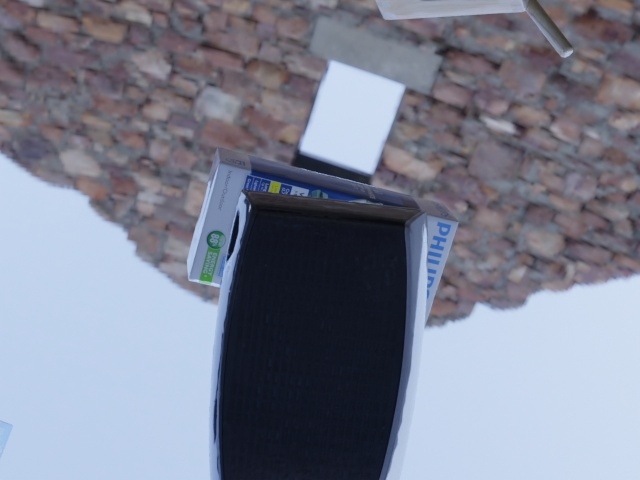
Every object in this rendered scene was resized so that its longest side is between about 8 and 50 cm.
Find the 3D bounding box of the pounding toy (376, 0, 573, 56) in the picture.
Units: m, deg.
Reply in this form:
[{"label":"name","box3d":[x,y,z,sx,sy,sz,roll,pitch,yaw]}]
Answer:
[{"label":"pounding toy","box3d":[0.114,-0.212,0.841,0.141,0.100,0.130,2,-120,24]}]

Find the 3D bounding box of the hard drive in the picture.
[{"label":"hard drive","box3d":[-0.004,0.094,0.934,0.172,0.255,0.054,7,-174,2]}]

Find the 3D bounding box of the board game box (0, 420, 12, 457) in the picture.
[{"label":"board game box","box3d":[-0.551,0.199,1.421,0.316,0.242,0.064,21,-104,-5]}]

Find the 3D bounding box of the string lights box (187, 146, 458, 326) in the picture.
[{"label":"string lights box","box3d":[0.000,0.000,1.231,0.259,0.133,0.077,13,-166,-11]}]
